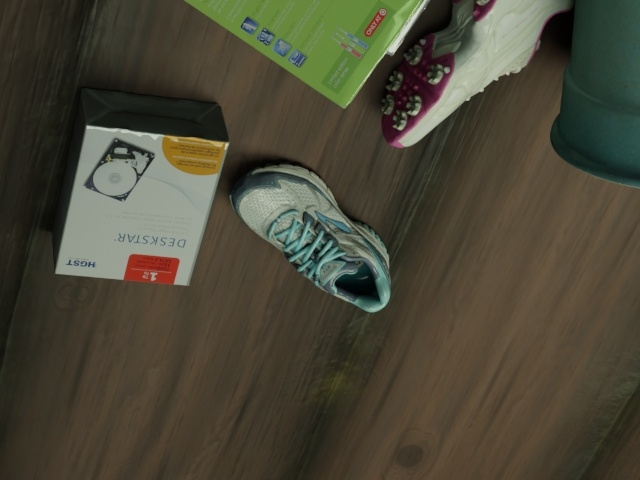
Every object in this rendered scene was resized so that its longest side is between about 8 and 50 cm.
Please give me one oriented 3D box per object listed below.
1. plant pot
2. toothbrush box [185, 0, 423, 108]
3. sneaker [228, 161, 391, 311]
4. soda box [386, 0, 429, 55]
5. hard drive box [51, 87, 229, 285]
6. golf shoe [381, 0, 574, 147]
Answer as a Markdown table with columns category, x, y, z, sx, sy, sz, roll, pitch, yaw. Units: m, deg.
| category | x | y | z | sx | sy | sz | roll | pitch | yaw |
| --- | --- | --- | --- | --- | --- | --- | --- | --- | --- |
| plant pot | 0.438 | -0.276 | 1.636 | 0.341 | 0.341 | 0.334 | -9 | 117 | -8 |
| toothbrush box | -0.024 | -0.316 | 1.541 | 0.283 | 0.122 | 0.206 | 33 | 117 | -6 |
| sneaker | 0.000 | 0.000 | 1.872 | 0.283 | 0.122 | 0.110 | 32 | 114 | -34 |
| soda box | 0.109 | -0.362 | 1.628 | 0.098 | 0.091 | 0.286 | 19 | 121 | -27 |
| hard drive box | -0.231 | -0.065 | 1.780 | 0.181 | 0.089 | 0.232 | 5 | 127 | -18 |
| golf shoe | 0.195 | -0.225 | 1.752 | 0.140 | 0.115 | 0.306 | 20 | 122 | -32 |
